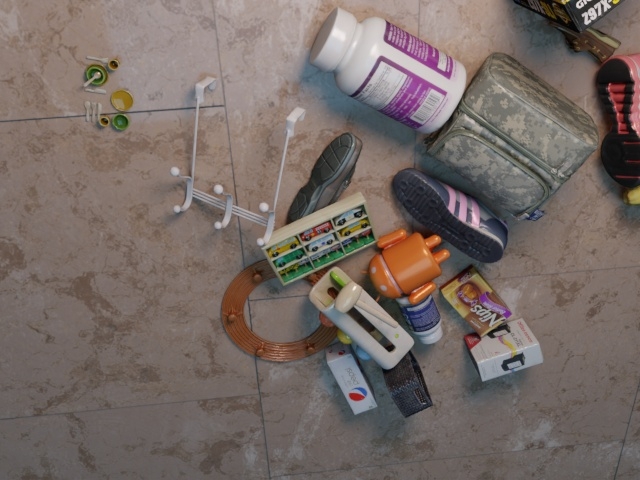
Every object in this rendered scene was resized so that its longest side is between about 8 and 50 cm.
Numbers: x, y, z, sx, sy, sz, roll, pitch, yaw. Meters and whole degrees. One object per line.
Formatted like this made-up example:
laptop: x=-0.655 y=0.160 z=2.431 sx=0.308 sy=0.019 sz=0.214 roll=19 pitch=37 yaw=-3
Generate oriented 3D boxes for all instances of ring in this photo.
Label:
ring: x=-0.093 y=0.193 z=1.679 sx=0.336 sy=0.032 sz=0.336 roll=-2 pitch=118 yaw=-4

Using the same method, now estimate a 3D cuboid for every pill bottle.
pill bottle: x=0.136 y=-0.357 z=1.322 sx=0.301 sy=0.169 sz=0.169 roll=24 pitch=114 yaw=-18
pill bottle: x=0.265 y=0.190 z=1.679 sx=0.094 sy=0.094 sz=0.169 roll=-23 pitch=118 yaw=7

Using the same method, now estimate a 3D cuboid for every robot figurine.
robot figurine: x=0.215 y=0.065 z=1.585 sx=0.219 sy=0.128 sz=0.158 roll=-29 pitch=123 yaw=10

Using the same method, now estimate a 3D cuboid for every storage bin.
storage bin: x=0.228 y=0.373 z=1.726 sx=0.084 sy=0.180 sz=0.122 roll=-28 pitch=118 yaw=9

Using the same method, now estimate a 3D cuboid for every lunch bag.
lunch bag: x=0.412 y=-0.213 z=1.385 sx=0.305 sy=0.212 sz=0.256 roll=34 pitch=127 yaw=-2

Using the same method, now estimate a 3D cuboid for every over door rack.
over door rack: x=-0.194 y=-0.163 z=1.381 sx=0.239 sy=0.108 sz=0.324 roll=22 pitch=117 yaw=10

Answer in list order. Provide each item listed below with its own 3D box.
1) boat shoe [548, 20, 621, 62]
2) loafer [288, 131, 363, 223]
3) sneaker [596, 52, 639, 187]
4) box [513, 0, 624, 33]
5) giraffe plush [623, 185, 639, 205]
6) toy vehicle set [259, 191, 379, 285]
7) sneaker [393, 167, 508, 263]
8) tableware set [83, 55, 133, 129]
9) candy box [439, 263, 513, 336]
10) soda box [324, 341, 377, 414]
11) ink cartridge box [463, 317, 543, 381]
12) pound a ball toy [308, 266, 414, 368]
boat shoe: x=0.569 y=-0.438 z=1.382 sx=0.178 sy=0.064 sz=0.060 roll=17 pitch=118 yaw=-19
loafer: x=0.024 y=-0.136 z=1.488 sx=0.084 sy=0.096 sz=0.267 roll=15 pitch=125 yaw=-35
sneaker: x=0.727 y=-0.275 z=1.448 sx=0.136 sy=0.116 sz=0.314 roll=-23 pitch=114 yaw=-23
box: x=0.508 y=-0.526 z=1.180 sx=0.257 sy=0.322 sz=0.079 roll=-37 pitch=117 yaw=15
giraffe plush: x=0.822 y=-0.176 z=1.512 sx=0.181 sy=0.210 sz=0.170 roll=-3 pitch=89 yaw=2
toy vehicle set: x=0.000 y=0.000 z=1.528 sx=0.267 sy=0.035 sz=0.166 roll=-25 pitch=141 yaw=0
sneaker: x=0.319 y=-0.081 z=1.543 sx=0.319 sy=0.131 sz=0.112 roll=39 pitch=138 yaw=-4
tableware set: x=-0.455 y=-0.315 z=1.364 sx=0.104 sy=0.024 sz=0.154 roll=7 pitch=117 yaw=-10
candy box: x=0.419 y=0.164 z=1.705 sx=0.109 sy=0.053 sz=0.186 roll=-37 pitch=115 yaw=14
soda box: x=0.087 y=0.385 z=1.782 sx=0.074 sy=0.069 sz=0.216 roll=-22 pitch=118 yaw=6
ink cartridge box: x=0.501 y=0.297 z=1.744 sx=0.175 sy=0.127 sz=0.072 roll=-19 pitch=116 yaw=4
pound a ball toy: x=0.097 y=0.207 z=1.582 sx=0.136 sy=0.208 sz=0.319 roll=-46 pitch=119 yaw=-1
